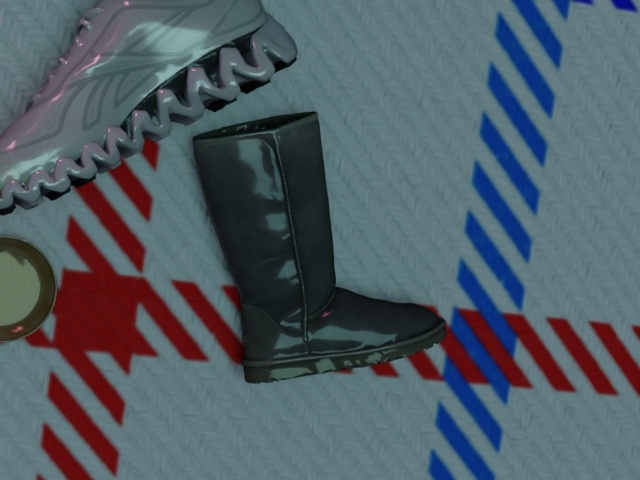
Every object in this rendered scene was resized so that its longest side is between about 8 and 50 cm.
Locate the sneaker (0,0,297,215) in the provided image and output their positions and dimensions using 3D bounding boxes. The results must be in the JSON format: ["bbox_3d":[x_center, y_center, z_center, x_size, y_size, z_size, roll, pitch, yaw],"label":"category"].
[{"bbox_3d":[-0.163,-0.114,1.224,0.292,0.110,0.118,-32,98,-19],"label":"sneaker"}]

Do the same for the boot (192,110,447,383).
[{"bbox_3d":[0.002,0.000,1.309,0.189,0.076,0.209,-10,94,-18],"label":"boot"}]

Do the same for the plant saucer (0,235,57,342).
[{"bbox_3d":[-0.247,0.037,1.260,0.083,0.015,0.083,-3,99,-17],"label":"plant saucer"}]
